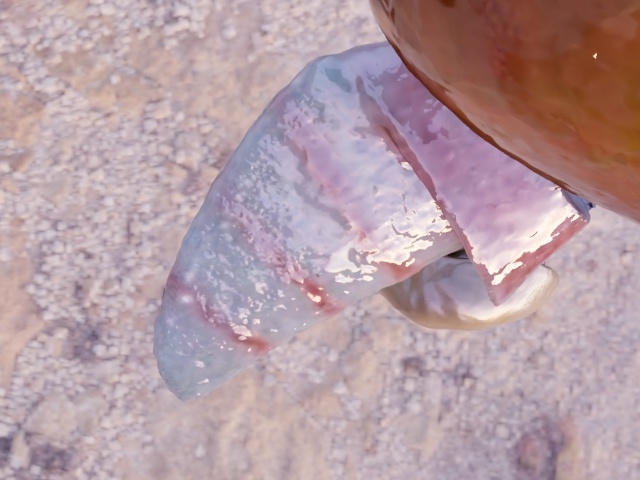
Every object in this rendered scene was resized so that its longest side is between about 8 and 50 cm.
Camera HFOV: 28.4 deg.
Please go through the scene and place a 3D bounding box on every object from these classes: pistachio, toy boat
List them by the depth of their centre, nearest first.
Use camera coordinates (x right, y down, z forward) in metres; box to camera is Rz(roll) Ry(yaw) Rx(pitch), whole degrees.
[{"bbox_3d":[0.000,0.000,0.730,0.206,0.282,0.096,44,24,-37],"label":"toy boat"},{"bbox_3d":[0.131,0.020,1.101,0.185,0.124,0.124,4,87,-37],"label":"pistachio"}]

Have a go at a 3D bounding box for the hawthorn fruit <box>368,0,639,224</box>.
[{"bbox_3d":[0.137,-0.124,0.408,0.301,0.268,0.267,14,76,4],"label":"hawthorn fruit"}]
